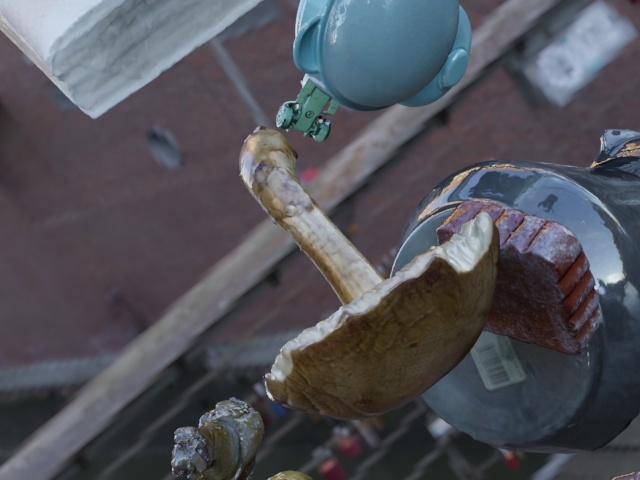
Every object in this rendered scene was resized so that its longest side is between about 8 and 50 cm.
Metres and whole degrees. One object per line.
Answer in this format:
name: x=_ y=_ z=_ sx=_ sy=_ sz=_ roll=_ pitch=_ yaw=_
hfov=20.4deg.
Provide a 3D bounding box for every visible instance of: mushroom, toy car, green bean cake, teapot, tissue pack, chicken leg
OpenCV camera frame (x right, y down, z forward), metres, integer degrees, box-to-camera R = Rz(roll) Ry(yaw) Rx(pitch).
mushroom: x=-0.004 y=0.035 z=1.499 sx=0.302 sy=0.208 sz=0.233 roll=21 pitch=9 yaw=28
toy car: x=0.001 y=-0.191 z=2.231 sx=0.143 sy=0.073 sz=0.054 roll=-58 pitch=31 yaw=30
green bean cake: x=0.178 y=0.031 z=1.581 sx=0.135 sy=0.135 sz=0.056 roll=19 pitch=54 yaw=38
teapot: x=0.286 y=0.073 z=1.825 sx=0.362 sy=0.376 sz=0.305 roll=-22 pitch=-1 yaw=-45
tissue pack: x=-0.160 y=-0.210 z=1.069 sx=0.170 sy=0.071 sz=0.325 roll=-39 pitch=48 yaw=-10
chicken leg: x=-0.112 y=0.230 z=1.947 sx=0.196 sy=0.080 sz=0.125 roll=76 pitch=-153 yaw=-64

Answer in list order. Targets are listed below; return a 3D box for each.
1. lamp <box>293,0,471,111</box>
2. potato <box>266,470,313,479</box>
lamp: x=0.082 y=-0.247 z=2.088 sx=0.209 sy=0.147 sz=0.284 roll=-58 pitch=-23 yaw=4
potato: x=-0.060 y=0.345 z=2.194 sx=0.170 sy=0.080 sz=0.107 roll=-40 pitch=20 yaw=47
